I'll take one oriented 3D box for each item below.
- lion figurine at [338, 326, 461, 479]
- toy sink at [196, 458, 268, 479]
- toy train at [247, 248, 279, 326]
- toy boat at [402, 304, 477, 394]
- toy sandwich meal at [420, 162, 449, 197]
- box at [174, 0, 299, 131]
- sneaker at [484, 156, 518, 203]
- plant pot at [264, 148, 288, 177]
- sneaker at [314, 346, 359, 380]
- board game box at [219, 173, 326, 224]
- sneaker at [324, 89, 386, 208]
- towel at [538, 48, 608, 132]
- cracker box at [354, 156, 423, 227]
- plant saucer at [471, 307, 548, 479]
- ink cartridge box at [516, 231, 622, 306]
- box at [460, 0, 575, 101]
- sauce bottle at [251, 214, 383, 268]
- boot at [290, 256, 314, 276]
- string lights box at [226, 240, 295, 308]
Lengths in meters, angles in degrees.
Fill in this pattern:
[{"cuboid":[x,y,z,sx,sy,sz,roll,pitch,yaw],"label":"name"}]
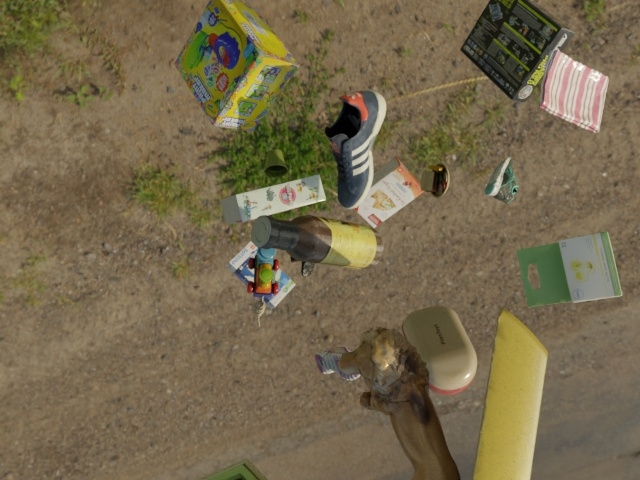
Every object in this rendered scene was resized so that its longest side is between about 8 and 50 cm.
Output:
[{"cuboid":[0.165,0.337,0.958,0.142,0.392,0.240,-27,168,-14],"label":"lion figurine"},{"cuboid":[-0.200,0.682,1.416,0.153,0.234,0.131,-14,102,-29],"label":"toy sink"},{"cuboid":[-0.183,0.142,1.813,0.105,0.248,0.143,4,154,-11],"label":"toy train"},{"cuboid":[0.302,0.291,1.418,0.151,0.231,0.151,-13,137,-4],"label":"toy boat"},{"cuboid":[0.252,-0.133,1.218,0.029,0.085,0.085,3,133,-20],"label":"toy sandwich meal"},{"cuboid":[-0.266,-0.546,1.725,0.177,0.290,0.279,-5,144,-51],"label":"box"},{"cuboid":[0.488,-0.154,1.458,0.076,0.166,0.065,35,142,0],"label":"sneaker"},{"cuboid":[-0.159,-0.277,1.952,0.083,0.079,0.083,-6,155,-3],"label":"plant pot"},{"cuboid":[0.081,0.416,1.929,0.104,0.236,0.095,-20,98,-32],"label":"sneaker"},{"cuboid":[-0.167,-0.140,1.898,0.303,0.224,0.097,-18,98,-22],"label":"board game box"},{"cuboid":[0.072,-0.253,1.573,0.148,0.131,0.350,-10,118,-38],"label":"sneaker"},{"cuboid":[0.603,-0.351,1.306,0.197,0.144,0.029,16,174,-22],"label":"towel"},{"cuboid":[0.232,-0.169,1.994,0.232,0.067,0.156,-37,125,20],"label":"cracker box"},{"cuboid":[0.326,0.310,0.940,0.081,0.332,0.333,7,164,23],"label":"plant saucer"},{"cuboid":[0.658,0.082,1.481,0.235,0.171,0.056,-12,171,24],"label":"ink cartridge box"},{"cuboid":[0.532,-0.549,1.530,0.060,0.270,0.216,0,136,-34],"label":"box"},{"cuboid":[0.000,0.000,1.266,0.344,0.111,0.111,10,134,-44],"label":"sauce bottle"},{"cuboid":[-0.063,0.062,1.841,0.045,0.121,0.099,25,163,-40],"label":"boot"},{"cuboid":[-0.245,0.144,2.276,0.260,0.133,0.077,44,156,-3],"label":"string lights box"}]
